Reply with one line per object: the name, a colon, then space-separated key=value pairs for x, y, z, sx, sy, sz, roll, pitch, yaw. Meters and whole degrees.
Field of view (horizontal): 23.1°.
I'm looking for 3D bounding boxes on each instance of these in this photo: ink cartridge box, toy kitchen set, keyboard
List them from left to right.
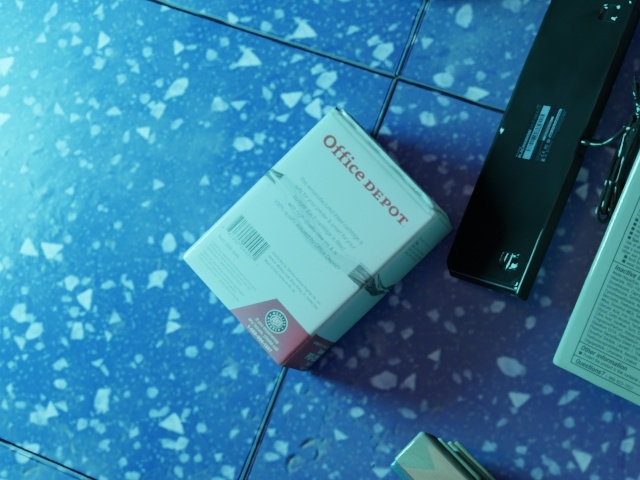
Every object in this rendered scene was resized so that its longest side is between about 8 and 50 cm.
ink cartridge box: x=0.000 y=0.000 z=1.560 sx=0.218 sy=0.092 sz=0.158 roll=-44 pitch=73 yaw=5
toy kitchen set: x=0.097 y=0.279 z=1.423 sx=0.166 sy=0.207 sz=0.122 roll=-46 pitch=72 yaw=3
keyboard: x=0.242 y=-0.093 z=1.502 sx=0.201 sy=0.033 sz=0.317 roll=18 pitch=85 yaw=54

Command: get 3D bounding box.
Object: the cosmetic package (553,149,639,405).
cosmetic package: x=0.345 y=-0.002 z=1.405 sx=0.160 sy=0.113 sz=0.310 roll=27 pitch=108 yaw=18
